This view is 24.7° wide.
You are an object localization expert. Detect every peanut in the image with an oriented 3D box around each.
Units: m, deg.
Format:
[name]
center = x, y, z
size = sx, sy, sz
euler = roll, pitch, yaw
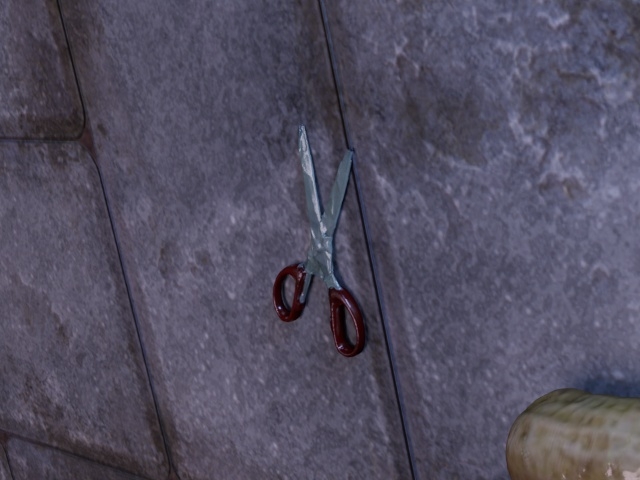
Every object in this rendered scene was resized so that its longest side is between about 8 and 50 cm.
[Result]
[peanut]
center = 0.278, 0.196, 1.284
size = 0.253, 0.137, 0.122
euler = -4, 63, 51

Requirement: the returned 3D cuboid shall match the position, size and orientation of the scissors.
[scissors]
center = 0.000, 0.000, 1.599
size = 0.144, 0.017, 0.248
euler = 27, 126, 39
